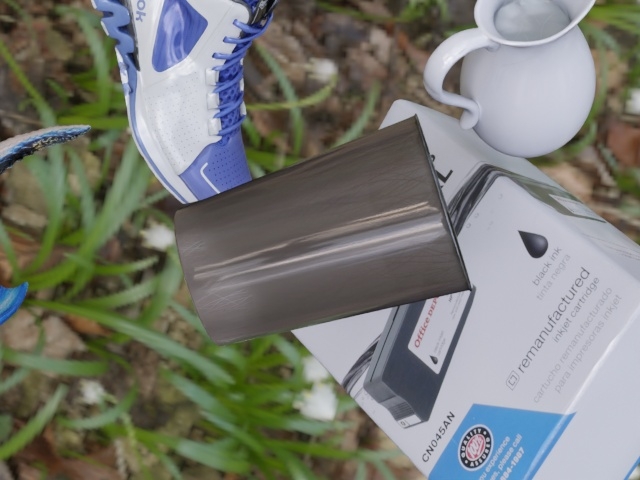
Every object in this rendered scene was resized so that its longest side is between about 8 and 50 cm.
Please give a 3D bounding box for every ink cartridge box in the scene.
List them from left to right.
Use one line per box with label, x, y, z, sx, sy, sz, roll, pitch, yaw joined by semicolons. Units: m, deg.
ink cartridge box;0.167;0.077;1.488;0.166;0.395;0.285;17;109;-44

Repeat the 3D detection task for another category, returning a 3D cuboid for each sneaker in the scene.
sneaker;-0.122;-0.202;1.588;0.127;0.182;0.315;-43;116;-58

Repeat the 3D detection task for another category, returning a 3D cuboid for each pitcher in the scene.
pitcher;0.169;-0.150;1.332;0.178;0.125;0.207;-31;154;-10

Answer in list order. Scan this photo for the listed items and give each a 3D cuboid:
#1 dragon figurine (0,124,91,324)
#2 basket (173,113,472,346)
dragon figurine;-0.232;0.025;0.848;0.289;0.085;0.144;-29;94;-53
basket;0.000;0.000;1.267;0.227;0.204;0.154;-18;109;5
